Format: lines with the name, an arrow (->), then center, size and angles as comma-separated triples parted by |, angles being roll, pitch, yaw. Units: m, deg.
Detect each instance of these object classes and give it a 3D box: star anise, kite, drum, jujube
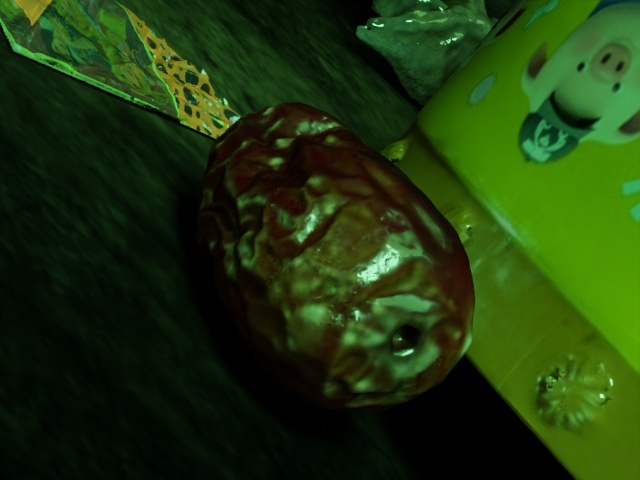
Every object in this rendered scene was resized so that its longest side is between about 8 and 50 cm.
star anise -> 0.097, -0.081, 1.037 | 0.195, 0.065, 0.182 | 52, 17, 5
kite -> -0.094, -0.084, 0.673 | 0.222, 0.008, 0.125 | 44, 20, -12
drum -> 0.227, 0.041, 0.730 | 0.431, 0.214, 0.431 | 41, 8, -7
jujube -> 0.000, 0.000, 0.606 | 0.077, 0.077, 0.129 | 36, 16, -35
